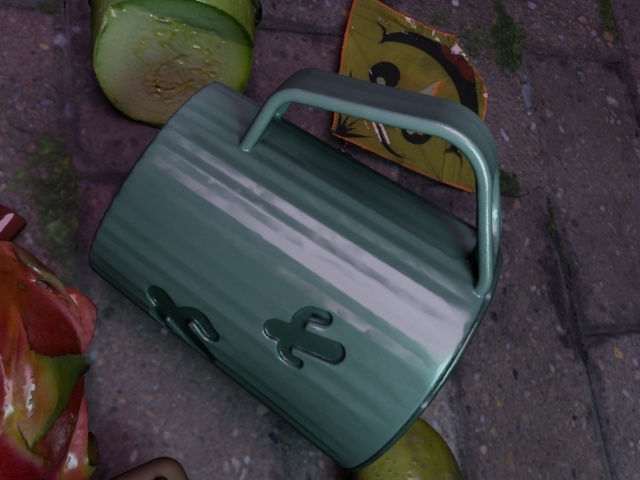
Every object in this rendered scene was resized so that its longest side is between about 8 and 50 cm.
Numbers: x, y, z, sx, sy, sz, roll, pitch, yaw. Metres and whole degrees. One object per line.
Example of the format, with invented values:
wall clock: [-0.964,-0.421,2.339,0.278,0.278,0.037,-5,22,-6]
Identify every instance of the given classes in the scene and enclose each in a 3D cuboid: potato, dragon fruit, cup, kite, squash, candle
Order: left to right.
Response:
dragon fruit: [-0.333,0.137,0.671,0.305,0.226,0.305,-3,80,15]
squash: [-0.183,-0.252,0.908,0.220,0.220,0.133,7,67,-20]
cup: [-0.001,-0.001,0.824,0.392,0.310,0.401,34,96,-3]
candle: [0.039,-0.187,1.083,0.026,0.021,0.167,8,69,-18]
kite: [0.135,-0.227,1.127,0.327,0.013,0.377,-32,90,-30]
potato: [0.105,0.334,0.864,0.169,0.143,0.248,31,48,-60]

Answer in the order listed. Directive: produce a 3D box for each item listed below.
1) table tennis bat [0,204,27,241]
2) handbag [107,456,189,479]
table tennis bat: [-0.438,0.089,0.791,0.200,0.038,0.310,36,66,-9]
handbag: [-0.268,0.333,0.653,0.149,0.283,0.302,65,24,6]
